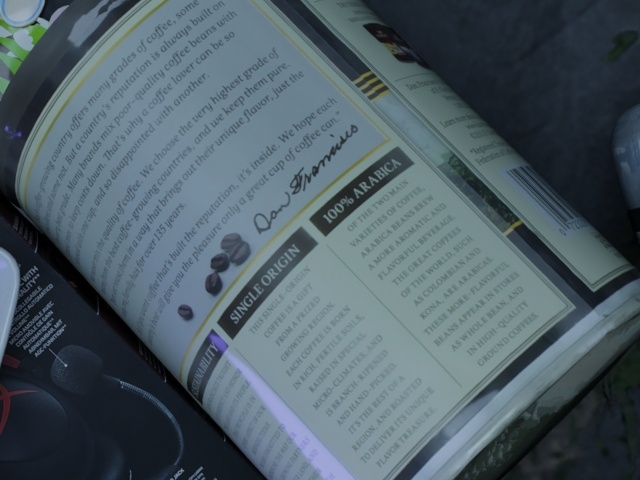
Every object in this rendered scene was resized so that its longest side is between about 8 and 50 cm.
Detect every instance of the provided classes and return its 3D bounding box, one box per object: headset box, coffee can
[{"bbox_3d":[-0.192,0.104,0.853,0.218,0.110,0.293,-45,103,-2],"label":"headset box"},{"bbox_3d":[0.000,0.000,0.811,0.201,0.201,0.275,-45,75,4],"label":"coffee can"}]

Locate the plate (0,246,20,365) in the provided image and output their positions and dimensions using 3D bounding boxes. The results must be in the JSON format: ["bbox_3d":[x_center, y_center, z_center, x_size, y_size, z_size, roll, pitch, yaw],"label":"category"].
[{"bbox_3d":[-0.300,0.101,0.753,0.277,0.045,0.278,14,98,-9],"label":"plate"}]

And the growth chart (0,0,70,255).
[{"bbox_3d":[-0.213,-0.078,0.946,0.237,0.021,0.172,16,91,4],"label":"growth chart"}]

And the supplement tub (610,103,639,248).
[{"bbox_3d":[0.285,0.067,0.807,0.207,0.207,0.338,-17,89,5],"label":"supplement tub"}]
